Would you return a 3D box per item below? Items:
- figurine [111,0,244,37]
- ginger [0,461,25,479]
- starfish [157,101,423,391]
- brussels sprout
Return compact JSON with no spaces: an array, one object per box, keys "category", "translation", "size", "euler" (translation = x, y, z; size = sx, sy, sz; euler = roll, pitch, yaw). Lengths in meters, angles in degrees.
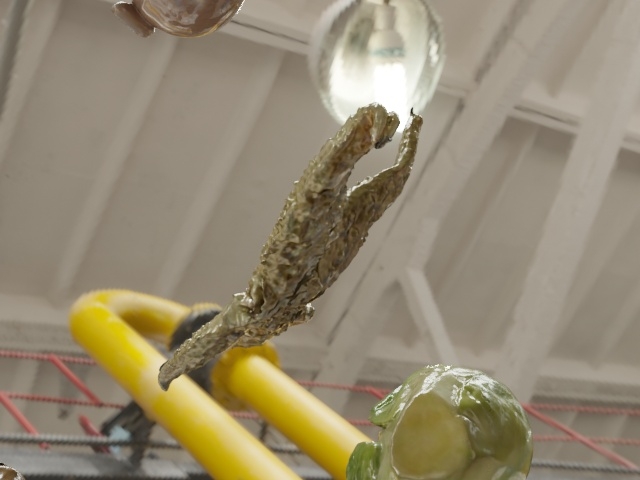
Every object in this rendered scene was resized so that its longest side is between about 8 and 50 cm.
[{"category":"figurine","translation":[-0.125,-0.252,1.150],"size":[0.125,0.125,0.138],"euler":[19,-53,-38]},{"category":"ginger","translation":[-0.292,0.381,1.348],"size":[0.321,0.165,0.172],"euler":[42,-117,-29]},{"category":"starfish","translation":[0.000,0.000,1.273],"size":[0.432,0.082,0.324],"euler":[-54,-12,29]},{"category":"brussels sprout","translation":[0.162,0.299,1.661],"size":[0.259,0.227,0.294],"euler":[-61,-20,-17]}]
